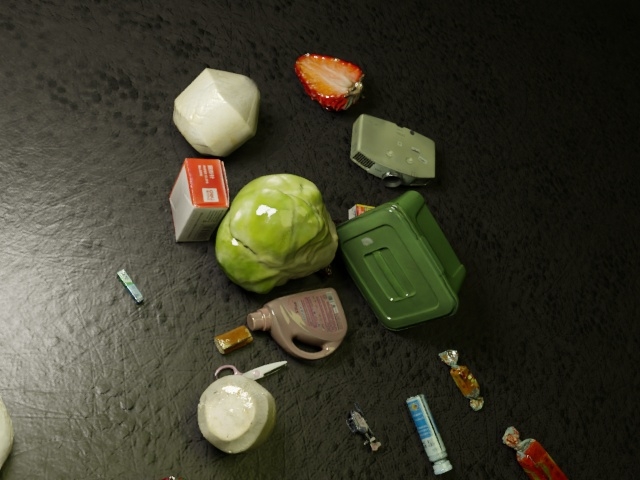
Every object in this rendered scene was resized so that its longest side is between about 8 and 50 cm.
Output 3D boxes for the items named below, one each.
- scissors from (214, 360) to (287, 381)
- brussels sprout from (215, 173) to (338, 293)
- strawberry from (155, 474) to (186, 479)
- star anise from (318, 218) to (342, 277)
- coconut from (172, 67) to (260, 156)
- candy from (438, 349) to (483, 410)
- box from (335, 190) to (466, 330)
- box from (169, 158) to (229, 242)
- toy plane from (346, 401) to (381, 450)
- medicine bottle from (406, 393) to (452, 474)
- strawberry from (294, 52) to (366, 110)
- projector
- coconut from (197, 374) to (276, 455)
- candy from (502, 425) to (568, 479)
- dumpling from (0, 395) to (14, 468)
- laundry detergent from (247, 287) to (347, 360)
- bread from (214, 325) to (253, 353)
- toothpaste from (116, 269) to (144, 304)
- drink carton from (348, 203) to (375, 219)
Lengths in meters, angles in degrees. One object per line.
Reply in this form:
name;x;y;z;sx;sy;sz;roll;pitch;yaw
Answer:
scissors;-0.155;0.310;1.387;0.176;0.022;0.086;-15;74;-30
brussels sprout;-0.096;-0.021;1.425;0.316;0.274;0.242;-12;30;-24
strawberry;-0.286;0.587;1.056;0.238;0.250;0.288;43;79;-10
star anise;-0.001;0.002;1.606;0.156;0.053;0.213;-18;74;-29
coconut;-0.252;-0.331;1.534;0.222;0.202;0.202;-39;86;8
candy;0.389;0.373;1.630;0.053;0.046;0.182;-31;84;-34
box;0.213;0.043;1.559;0.329;0.252;0.178;57;44;-11
box;-0.286;-0.092;1.426;0.099;0.182;0.133;-1;63;-28
toy plane;0.101;0.450;1.449;0.049;0.031;0.121;-18;72;-42
medicine bottle;0.272;0.483;1.510;0.051;0.051;0.191;-10;71;-31
strawberry;0.022;-0.472;1.840;0.236;0.111;0.190;36;62;21
projector;0.219;-0.257;1.833;0.269;0.088;0.194;17;60;-19
coconut;-0.174;0.366;1.272;0.160;0.162;0.161;-1;69;3
candy;0.592;0.615;1.609;0.292;0.059;0.086;51;51;3
dumpling;-0.637;0.354;1.062;0.166;0.126;0.216;-14;81;-5
laundry detergent;-0.050;0.212;1.460;0.237;0.076;0.171;-10;71;-31
bread;-0.201;0.229;1.396;0.083;0.036;0.047;-20;73;-36
toothpaste;-0.425;0.105;1.349;0.017;0.020;0.083;-34;85;-32
drink carton;0.164;-0.053;1.722;0.165;0.056;0.071;9;70;-24
